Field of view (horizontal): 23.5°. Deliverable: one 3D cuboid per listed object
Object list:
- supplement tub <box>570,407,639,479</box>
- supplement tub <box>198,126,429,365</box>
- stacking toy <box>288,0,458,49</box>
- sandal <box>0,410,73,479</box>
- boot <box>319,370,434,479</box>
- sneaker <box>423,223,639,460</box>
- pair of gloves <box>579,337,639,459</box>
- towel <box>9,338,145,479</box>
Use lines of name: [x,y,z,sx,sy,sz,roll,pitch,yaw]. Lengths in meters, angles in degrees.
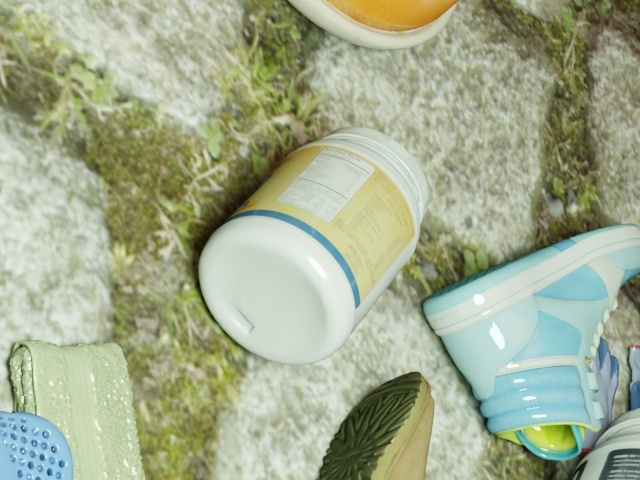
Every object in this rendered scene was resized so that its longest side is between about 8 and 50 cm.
supplement tub: [0.317,0.312,1.512,0.191,0.191,0.272,53,42,-16]
supplement tub: [0.000,0.000,1.348,0.144,0.144,0.199,56,42,-13]
stacking toy: [0.163,-0.415,1.451,0.351,0.480,0.350,21,59,-40]
sandal: [-0.268,0.193,0.984,0.317,0.138,0.126,-28,92,-51]
boot: [0.103,0.288,1.386,0.269,0.089,0.236,51,47,-22]
sneaker: [0.254,0.109,1.593,0.319,0.127,0.208,-19,85,-40]
pair of gloves: [0.335,0.183,1.722,0.198,0.023,0.159,22,60,-39]
towel: [-0.183,0.148,1.177,0.110,0.027,0.148,5,69,-47]
